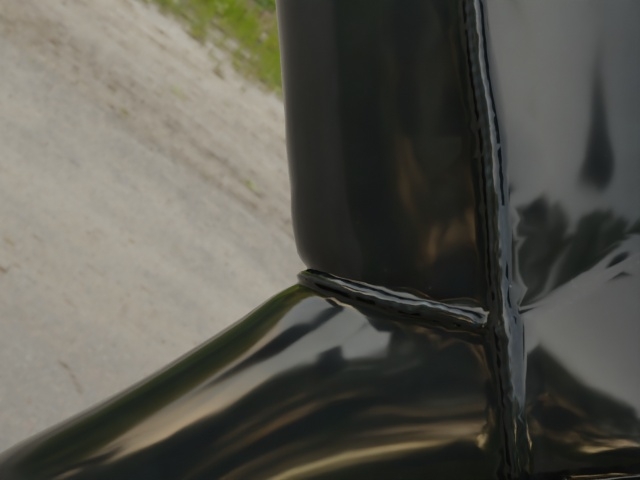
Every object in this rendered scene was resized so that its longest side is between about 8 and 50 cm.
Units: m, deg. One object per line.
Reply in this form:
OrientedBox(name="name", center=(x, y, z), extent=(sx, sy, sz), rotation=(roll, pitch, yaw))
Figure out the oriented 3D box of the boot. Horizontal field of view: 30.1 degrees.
OrientedBox(name="boot", center=(0.000, 0.000, 0.353), extent=(0.094, 0.246, 0.207), rotation=(48, 35, -71))
